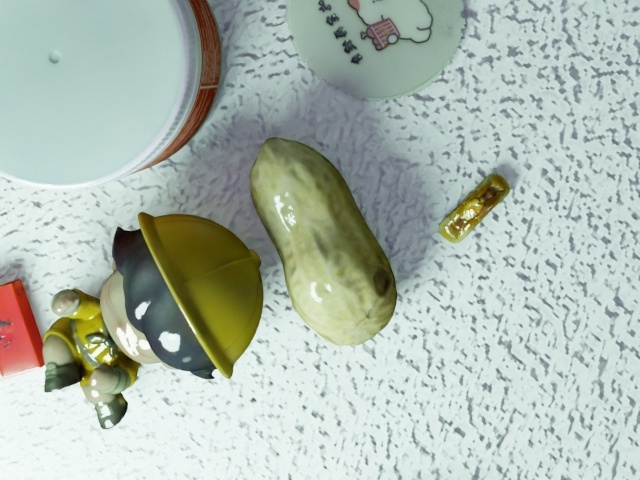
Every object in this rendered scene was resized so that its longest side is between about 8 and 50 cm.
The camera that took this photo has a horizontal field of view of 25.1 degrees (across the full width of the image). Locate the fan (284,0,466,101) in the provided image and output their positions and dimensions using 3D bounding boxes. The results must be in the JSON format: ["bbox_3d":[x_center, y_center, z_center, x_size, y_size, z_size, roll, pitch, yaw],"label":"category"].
[{"bbox_3d":[0.118,-0.276,1.501,0.329,0.009,0.190,-32,93,10],"label":"fan"}]

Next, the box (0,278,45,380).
[{"bbox_3d":[-0.387,0.112,1.574,0.152,0.048,0.100,-17,97,9],"label":"box"}]

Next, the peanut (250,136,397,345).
[{"bbox_3d":[0.000,0.000,1.491,0.110,0.120,0.236,-15,105,45],"label":"peanut"}]

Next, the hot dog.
[{"bbox_3d":[0.163,-0.033,1.517,0.030,0.034,0.090,44,98,-3],"label":"hot dog"}]

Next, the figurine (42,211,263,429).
[{"bbox_3d":[-0.176,0.074,1.497,0.257,0.167,0.192,-25,109,29],"label":"figurine"}]

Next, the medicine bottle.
[{"bbox_3d":[-0.234,-0.183,1.426,0.253,0.241,0.252,0,96,4],"label":"medicine bottle"}]
